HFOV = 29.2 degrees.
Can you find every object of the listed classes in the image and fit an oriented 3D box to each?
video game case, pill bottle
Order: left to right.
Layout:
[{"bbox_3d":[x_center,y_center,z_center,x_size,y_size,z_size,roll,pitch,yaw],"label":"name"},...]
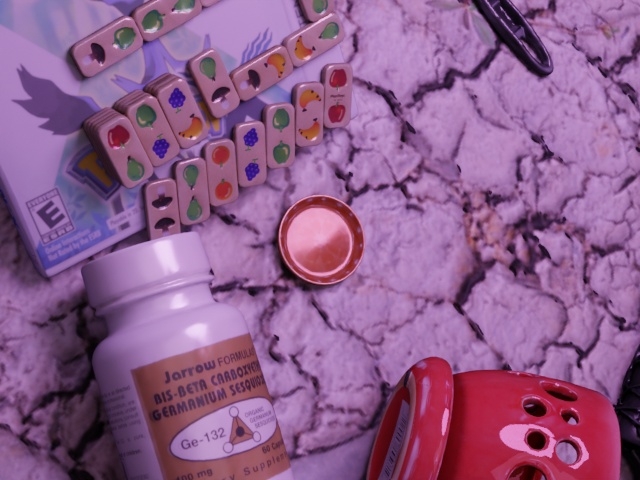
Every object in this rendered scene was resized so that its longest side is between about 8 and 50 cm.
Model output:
[{"bbox_3d":[-0.142,-0.169,1.021,0.329,0.036,0.300,-29,120,-20],"label":"video game case"},{"bbox_3d":[-0.113,0.116,1.003,0.131,0.131,0.229,-16,86,-20],"label":"pill bottle"}]

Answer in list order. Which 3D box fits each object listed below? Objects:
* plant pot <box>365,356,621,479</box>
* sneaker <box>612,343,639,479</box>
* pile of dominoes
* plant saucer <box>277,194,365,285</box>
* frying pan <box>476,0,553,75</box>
[{"bbox_3d":[0.137,0.197,1.047,0.174,0.191,0.191,17,75,-5],"label":"plant pot"},{"bbox_3d":[0.336,0.144,1.165,0.130,0.109,0.286,-1,79,-12],"label":"sneaker"},{"bbox_3d":[-0.073,-0.126,1.034,0.251,0.040,0.196,-34,122,-18],"label":"pile of dominoes"},{"bbox_3d":[0.000,0.000,1.124,0.083,0.013,0.083,3,80,-18],"label":"plant saucer"},{"bbox_3d":[0.098,-0.295,1.194,0.197,0.053,0.326,-18,83,-20],"label":"frying pan"}]
